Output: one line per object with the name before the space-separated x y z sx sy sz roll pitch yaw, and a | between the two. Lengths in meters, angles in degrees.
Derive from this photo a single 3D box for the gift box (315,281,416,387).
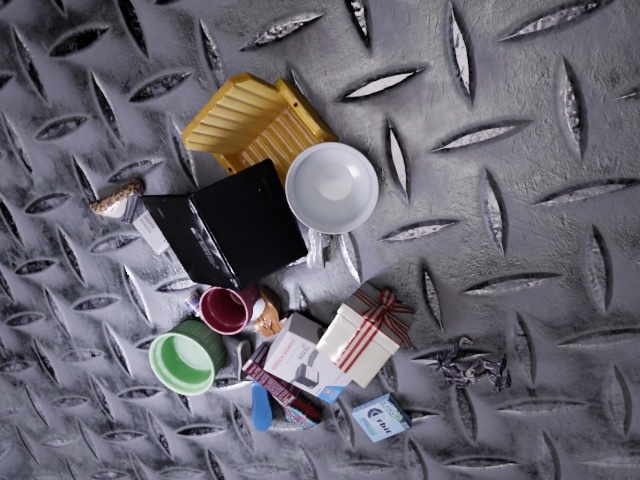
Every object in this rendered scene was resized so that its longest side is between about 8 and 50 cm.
gift box | 0.184 0.318 1.396 0.276 0.255 0.258 33 116 9

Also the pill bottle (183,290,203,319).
pill bottle | -0.510 0.274 1.671 0.067 0.067 0.120 -39 95 23

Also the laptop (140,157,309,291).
laptop | -0.319 -0.046 1.367 0.408 0.236 0.381 4 128 35

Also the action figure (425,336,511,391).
action figure | 0.519 0.441 1.407 0.276 0.141 0.164 -6 117 45

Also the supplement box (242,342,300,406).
supplement box | -0.188 0.546 1.640 0.239 0.130 0.073 40 114 1

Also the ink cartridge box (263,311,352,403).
ink cartridge box | -0.028 0.452 1.538 0.308 0.129 0.223 29 115 -6

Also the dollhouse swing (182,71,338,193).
dollhouse swing | -0.185 -0.300 1.257 0.347 0.305 0.315 -38 95 22

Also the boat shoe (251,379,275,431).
boat shoe | -0.243 0.698 1.735 0.109 0.089 0.258 5 105 0

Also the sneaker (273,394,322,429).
sneaker | -0.126 0.712 1.695 0.262 0.104 0.125 41 116 -1

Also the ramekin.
ramekin | -0.556 0.492 1.714 0.304 0.148 0.303 5 110 14

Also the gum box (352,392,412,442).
gum box | 0.248 0.721 1.625 0.184 0.041 0.157 -35 96 24

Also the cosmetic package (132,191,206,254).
cosmetic package | -0.557 -0.069 1.504 0.151 0.183 0.151 -34 96 23

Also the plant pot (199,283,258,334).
plant pot | -0.333 0.231 1.545 0.202 0.180 0.201 5 110 14

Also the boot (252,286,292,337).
boot | -0.216 0.293 1.593 0.152 0.073 0.197 -33 97 24

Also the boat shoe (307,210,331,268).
boat shoe | 0.000 0.001 1.436 0.081 0.079 0.227 8 116 6

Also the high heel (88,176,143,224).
high heel | -0.825 -0.183 1.616 0.261 0.093 0.186 17 90 23

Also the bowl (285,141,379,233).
bowl | 0.043 -0.181 1.314 0.298 0.134 0.297 3 112 6

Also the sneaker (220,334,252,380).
sneaker | -0.358 0.491 1.709 0.118 0.083 0.221 21 121 28
